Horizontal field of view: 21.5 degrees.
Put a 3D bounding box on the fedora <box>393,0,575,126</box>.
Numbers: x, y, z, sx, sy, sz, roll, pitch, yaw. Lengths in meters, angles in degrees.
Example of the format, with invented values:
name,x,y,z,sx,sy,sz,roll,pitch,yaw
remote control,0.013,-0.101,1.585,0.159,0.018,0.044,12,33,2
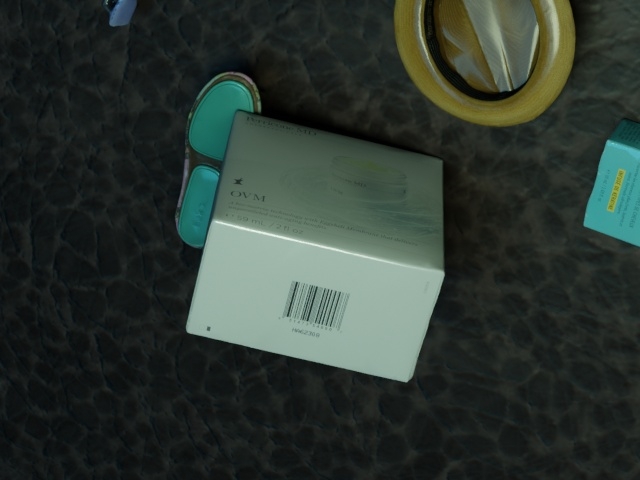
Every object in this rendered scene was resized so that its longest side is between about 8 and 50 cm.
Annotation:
name,x,y,z,sx,sy,sz,roll,pitch,yaw
fedora,0.164,-0.207,1.607,0.194,0.079,0.194,10,113,25

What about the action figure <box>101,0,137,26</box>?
name,x,y,z,sx,sy,sz,roll,pitch,yaw
action figure,-0.229,-0.370,1.668,0.330,0.178,0.341,32,122,21

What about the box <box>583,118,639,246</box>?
name,x,y,z,sx,sy,sz,roll,pitch,yaw
box,0.381,-0.024,1.603,0.244,0.060,0.100,21,122,16

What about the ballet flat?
name,x,y,z,sx,sy,sz,roll,pitch,yaw
ballet flat,-0.105,-0.094,1.799,0.077,0.079,0.221,21,123,10

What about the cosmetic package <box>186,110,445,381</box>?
name,x,y,z,sx,sy,sz,roll,pitch,yaw
cosmetic package,0.000,0.000,1.670,0.224,0.224,0.138,13,120,-5
